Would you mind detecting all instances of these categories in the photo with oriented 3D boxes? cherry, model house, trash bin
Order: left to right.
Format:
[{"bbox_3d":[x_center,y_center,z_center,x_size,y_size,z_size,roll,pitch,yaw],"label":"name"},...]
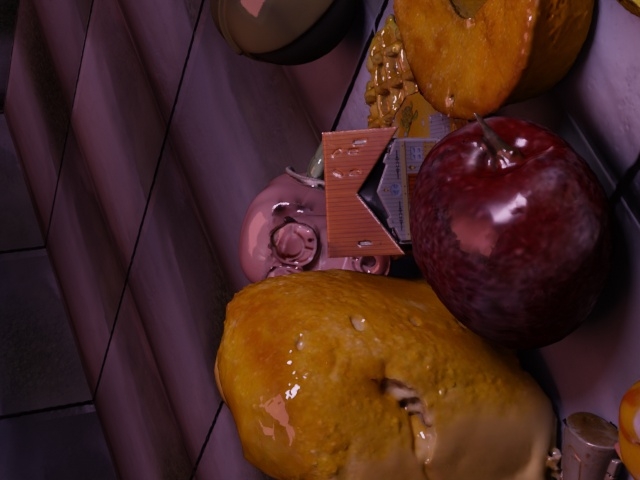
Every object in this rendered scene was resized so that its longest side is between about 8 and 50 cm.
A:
[{"bbox_3d":[-0.064,-0.368,1.902,0.334,0.214,0.214,-122,34,-50],"label":"trash bin"},{"bbox_3d":[0.072,-0.079,1.637,0.207,0.136,0.219,-2,91,60],"label":"model house"},{"bbox_3d":[0.205,-0.002,1.446,0.230,0.203,0.300,39,156,45],"label":"cherry"}]

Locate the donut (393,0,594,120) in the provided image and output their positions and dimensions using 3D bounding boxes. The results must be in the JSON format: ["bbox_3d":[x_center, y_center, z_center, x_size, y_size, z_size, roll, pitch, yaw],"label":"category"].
[{"bbox_3d":[0.192,-0.282,1.498,0.303,0.110,0.303,19,112,62],"label":"donut"}]

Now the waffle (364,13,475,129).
[{"bbox_3d":[0.122,-0.150,1.744,0.262,0.060,0.280,-119,34,-42],"label":"waffle"}]

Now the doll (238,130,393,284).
[{"bbox_3d":[0.000,0.000,1.922,0.268,0.216,0.284,-68,-9,-68],"label":"doll"}]

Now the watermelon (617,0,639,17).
[{"bbox_3d":[0.303,-0.235,1.247,0.301,0.129,0.123,-119,35,-48],"label":"watermelon"}]

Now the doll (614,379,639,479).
[{"bbox_3d":[0.354,0.130,1.213,0.166,0.162,0.270,28,121,24],"label":"doll"}]

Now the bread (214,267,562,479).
[{"bbox_3d":[0.068,0.179,1.599,0.250,0.394,0.361,-65,34,24],"label":"bread"}]

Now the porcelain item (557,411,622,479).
[{"bbox_3d":[0.288,0.299,1.519,0.084,0.054,0.213,-134,43,-54],"label":"porcelain item"}]
